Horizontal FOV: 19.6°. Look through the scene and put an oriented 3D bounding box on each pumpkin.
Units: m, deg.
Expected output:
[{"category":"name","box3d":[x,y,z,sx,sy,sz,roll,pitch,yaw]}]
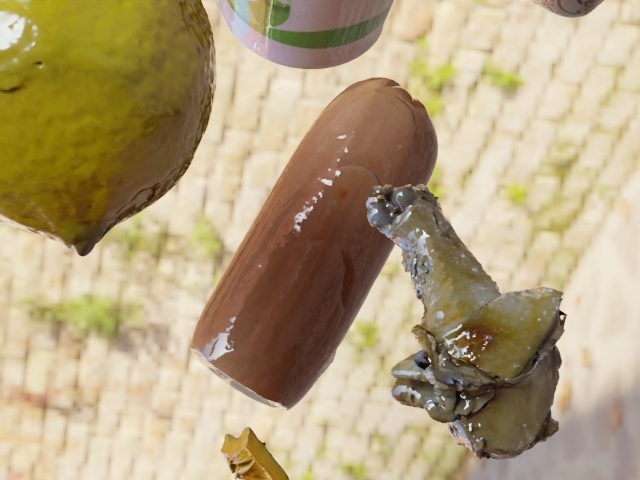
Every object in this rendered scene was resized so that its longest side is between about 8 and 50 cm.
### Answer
[{"category":"pumpkin","box3d":[-0.074,0.254,2.052,0.035,0.101,0.073,-44,14,-32]}]

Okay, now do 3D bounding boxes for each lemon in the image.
[{"category":"lemon","box3d":[-0.188,-0.124,1.297,0.253,0.228,0.228,-112,28,-51]}]

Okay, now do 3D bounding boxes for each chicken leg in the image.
[{"category":"chicken leg","box3d":[0.096,0.047,1.186,0.080,0.125,0.196,125,148,-48]}]

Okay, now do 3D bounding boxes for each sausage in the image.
[{"category":"sausage","box3d":[0.001,-0.001,1.612,0.304,0.121,0.121,-60,4,-14]}]

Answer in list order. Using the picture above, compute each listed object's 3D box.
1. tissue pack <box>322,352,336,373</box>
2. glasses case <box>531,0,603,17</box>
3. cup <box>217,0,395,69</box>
[{"category":"tissue pack","box3d":[-0.001,0.113,2.188,0.062,0.042,0.083,-43,-32,-66]},{"category":"glasses case","box3d":[0.267,-0.357,1.831,0.085,0.137,0.354,-47,-13,-31]},{"category":"cup","box3d":[-0.002,-0.329,1.892,0.274,0.253,0.253,103,169,-60]}]
